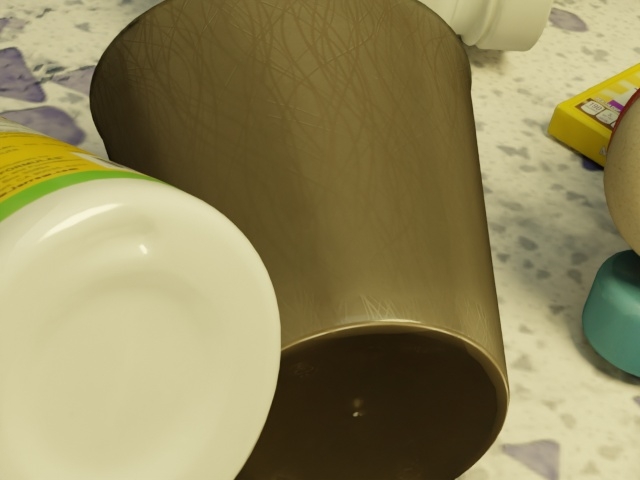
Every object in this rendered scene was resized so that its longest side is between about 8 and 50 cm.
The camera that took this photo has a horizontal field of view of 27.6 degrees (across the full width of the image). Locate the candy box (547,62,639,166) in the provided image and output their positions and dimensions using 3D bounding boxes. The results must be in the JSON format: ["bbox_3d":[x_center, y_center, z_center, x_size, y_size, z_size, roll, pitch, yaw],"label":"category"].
[{"bbox_3d":[0.254,-0.043,0.815,0.206,0.027,0.105,37,43,29],"label":"candy box"}]

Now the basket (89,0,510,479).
[{"bbox_3d":[0.000,0.000,0.612,0.204,0.154,0.227,-2,44,-12],"label":"basket"}]

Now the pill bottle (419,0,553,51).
[{"bbox_3d":[0.032,-0.187,0.858,0.229,0.131,0.131,5,39,-8],"label":"pill bottle"}]

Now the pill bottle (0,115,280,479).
[{"bbox_3d":[-0.138,0.020,0.522,0.136,0.136,0.246,-20,26,-33],"label":"pill bottle"}]

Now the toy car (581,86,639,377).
[{"bbox_3d":[0.262,-0.060,0.693,0.210,0.219,0.238,16,34,7],"label":"toy car"}]
